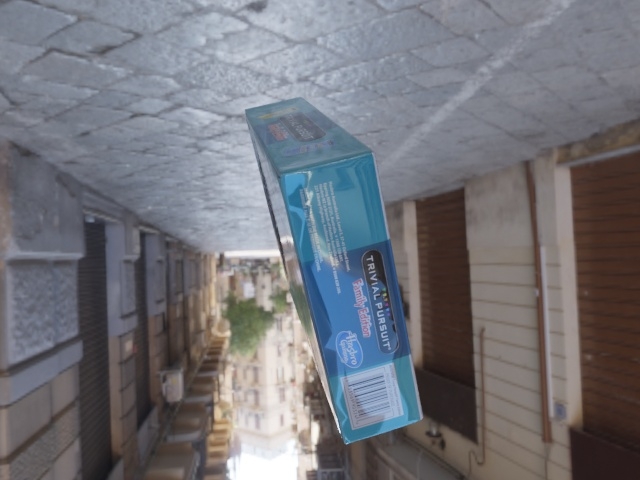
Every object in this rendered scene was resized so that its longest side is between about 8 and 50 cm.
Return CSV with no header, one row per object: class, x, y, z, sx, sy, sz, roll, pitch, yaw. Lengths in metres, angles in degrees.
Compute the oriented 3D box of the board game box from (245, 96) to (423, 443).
board game box,0.000,0.000,0.662,0.079,0.253,0.336,-15,-158,-6
